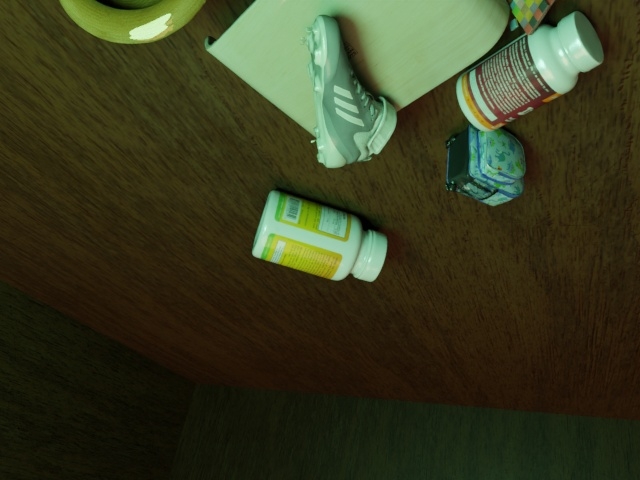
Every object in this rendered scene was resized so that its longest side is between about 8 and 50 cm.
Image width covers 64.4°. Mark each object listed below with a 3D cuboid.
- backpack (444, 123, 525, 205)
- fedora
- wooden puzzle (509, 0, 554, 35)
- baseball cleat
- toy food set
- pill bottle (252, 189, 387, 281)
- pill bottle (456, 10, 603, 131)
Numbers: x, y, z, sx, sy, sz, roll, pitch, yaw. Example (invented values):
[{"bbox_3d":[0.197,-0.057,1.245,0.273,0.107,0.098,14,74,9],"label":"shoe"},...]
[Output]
[{"bbox_3d":[0.252,-0.109,0.753,0.114,0.105,0.084,21,151,-27],"label":"backpack"},{"bbox_3d":[-0.198,-0.304,0.565,0.194,0.195,0.079,7,-172,8],"label":"fedora"},{"bbox_3d":[0.230,-0.261,0.553,0.006,0.050,0.083,-12,155,-18],"label":"wooden puzzle"},{"bbox_3d":[0.037,-0.174,0.602,0.109,0.072,0.206,-10,147,-4],"label":"baseball cleat"},{"bbox_3d":[0.034,-0.256,0.613,0.219,0.093,0.306,33,136,-32],"label":"toy food set"},{"bbox_3d":[0.000,0.000,1.002,0.245,0.137,0.136,17,150,-10],"label":"pill bottle"},{"bbox_3d":[0.248,-0.201,0.612,0.086,0.086,0.152,29,147,-28],"label":"pill bottle"}]
